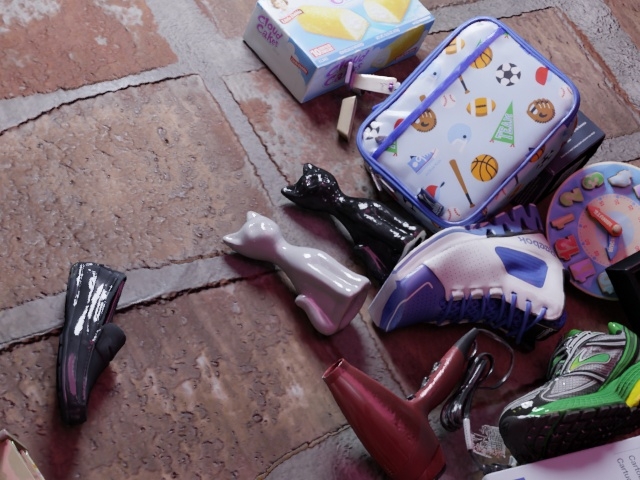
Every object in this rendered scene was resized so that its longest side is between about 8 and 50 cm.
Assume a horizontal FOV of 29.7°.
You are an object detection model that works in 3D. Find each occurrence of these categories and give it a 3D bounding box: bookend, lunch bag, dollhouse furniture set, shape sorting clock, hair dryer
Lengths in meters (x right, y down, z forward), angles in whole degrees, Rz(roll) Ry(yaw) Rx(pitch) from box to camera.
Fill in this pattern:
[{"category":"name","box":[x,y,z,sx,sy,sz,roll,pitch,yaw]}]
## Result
[{"category":"bookend","box":[0.518,0.076,1.729,0.156,0.072,0.157,-26,95,-10]},{"category":"lunch bag","box":[0.204,-0.161,1.741,0.303,0.115,0.243,-44,75,-3]},{"category":"dollhouse furniture set","box":[0.076,-0.198,1.831,0.081,0.091,0.114,10,80,8]},{"category":"shape sorting clock","box":[0.432,-0.015,1.773,0.206,0.040,0.206,0,84,-1]},{"category":"hair dryer","box":[0.129,0.211,1.543,0.293,0.080,0.224,15,55,-29]},{"category":"dollhouse furniture set","box":[-0.345,0.329,1.284,0.161,0.101,0.182,-35,73,-11]}]

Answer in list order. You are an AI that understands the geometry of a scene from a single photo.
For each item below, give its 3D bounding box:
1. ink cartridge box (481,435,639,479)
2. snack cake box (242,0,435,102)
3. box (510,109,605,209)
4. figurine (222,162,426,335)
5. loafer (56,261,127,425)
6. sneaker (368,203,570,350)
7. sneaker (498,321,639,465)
[{"category":"ink cartridge box","box":[0.395,0.396,1.435,0.330,0.071,0.324,-12,57,-13]},{"category":"snack cake box","box":[0.031,-0.333,1.891,0.264,0.089,0.152,-28,71,-35]},{"category":"box","box":[0.308,-0.171,1.872,0.153,0.108,0.207,-33,72,-36]},{"category":"figurine","box":[0.000,0.000,1.650,0.209,0.092,0.215,37,51,16]},{"category":"loafer","box":[-0.273,0.120,1.449,0.078,0.076,0.223,6,50,-9]},{"category":"sneaker","box":[0.239,0.071,1.658,0.315,0.127,0.182,-21,64,-34]},{"category":"sneaker","box":[0.339,0.204,1.606,0.343,0.134,0.146,-13,50,-47]}]
